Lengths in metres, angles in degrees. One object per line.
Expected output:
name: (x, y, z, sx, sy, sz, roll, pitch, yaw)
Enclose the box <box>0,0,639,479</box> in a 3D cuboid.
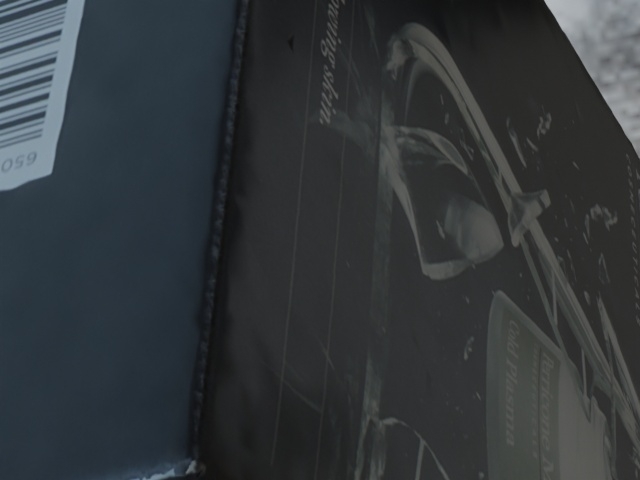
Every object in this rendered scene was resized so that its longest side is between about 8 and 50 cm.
box: (-0.041, 0.048, 0.964, 0.472, 0.297, 0.479, 51, -147, -44)
